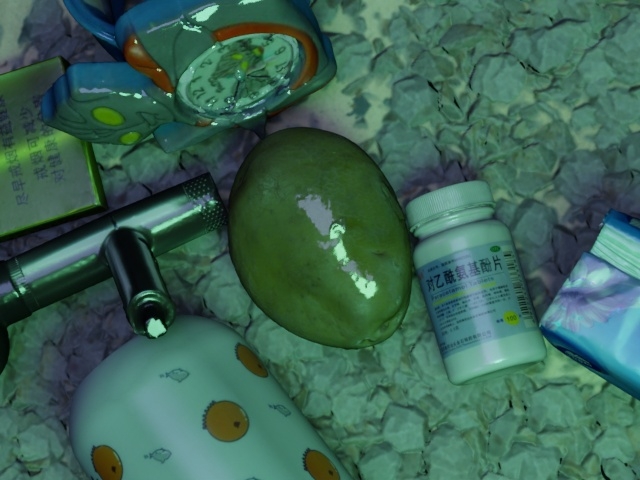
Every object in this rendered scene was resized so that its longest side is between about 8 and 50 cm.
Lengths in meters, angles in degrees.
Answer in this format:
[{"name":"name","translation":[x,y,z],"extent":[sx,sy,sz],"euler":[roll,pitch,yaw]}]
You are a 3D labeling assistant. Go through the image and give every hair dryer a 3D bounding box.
[{"name":"hair dryer","translation":[-0.249,0.032,1.746],"extent":[0.320,0.284,0.156],"euler":[-23,97,5]}]

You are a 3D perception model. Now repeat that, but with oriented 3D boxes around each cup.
[{"name":"cup","translation":[-0.090,0.237,1.726],"extent":[0.212,0.212,0.317],"euler":[-38,76,2]}]

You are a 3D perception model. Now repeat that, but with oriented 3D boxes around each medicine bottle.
[{"name":"medicine bottle","translation":[0.150,0.042,1.767],"extent":[0.103,0.103,0.187],"euler":[-17,80,7]}]

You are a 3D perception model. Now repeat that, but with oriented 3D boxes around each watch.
[{"name":"watch","translation":[-0.158,-0.242,1.818],"extent":[0.305,0.241,0.274],"euler":[-22,62,8]}]

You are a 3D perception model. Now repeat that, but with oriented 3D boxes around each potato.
[{"name":"potato","translation":[0.000,0.000,1.769],"extent":[0.160,0.178,0.235],"euler":[-29,76,-32]}]

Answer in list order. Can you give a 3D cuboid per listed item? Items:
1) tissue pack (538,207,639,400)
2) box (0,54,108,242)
[{"name":"tissue pack","translation":[0.352,0.097,1.678],"extent":[0.263,0.198,0.146],"euler":[31,91,13]},{"name":"box","translation":[-0.395,-0.070,1.904],"extent":[0.311,0.043,0.173],"euler":[-17,79,6]}]
